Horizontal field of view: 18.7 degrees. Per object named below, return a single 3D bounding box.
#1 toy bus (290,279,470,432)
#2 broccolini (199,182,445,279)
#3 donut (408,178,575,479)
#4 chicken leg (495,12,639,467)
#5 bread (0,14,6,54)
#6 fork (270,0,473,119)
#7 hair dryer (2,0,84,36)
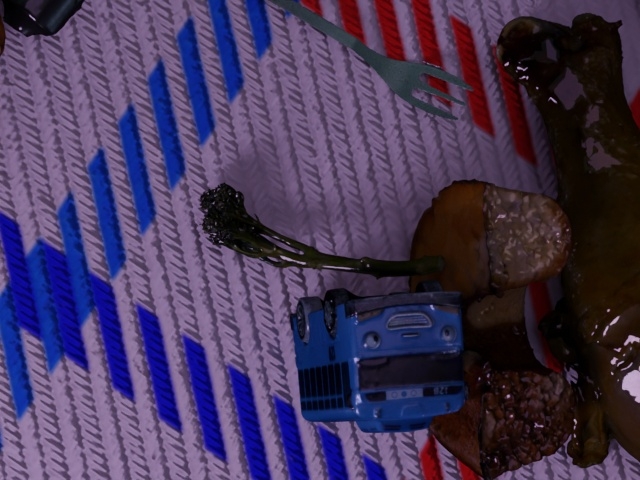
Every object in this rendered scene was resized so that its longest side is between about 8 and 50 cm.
[{"bbox_3d":[0.041,0.085,1.401,0.090,0.184,0.106,-2,85,-13],"label":"toy bus"},{"bbox_3d":[-0.001,0.004,1.453,0.194,0.052,0.054,12,54,8],"label":"broccolini"},{"bbox_3d":[0.129,0.057,1.451,0.085,0.141,0.217,-4,100,-24],"label":"donut"},{"bbox_3d":[0.263,-0.006,1.489,0.211,0.140,0.361,-8,88,-6],"label":"chicken leg"},{"bbox_3d":[-0.298,-0.195,1.388,0.114,0.132,0.190,-31,92,-17],"label":"bread"},{"bbox_3d":[0.011,-0.163,1.514,0.235,0.021,0.039,30,73,-6],"label":"fork"},{"bbox_3d":[-0.173,-0.305,1.456,0.244,0.116,0.302,38,83,-3],"label":"hair dryer"}]
